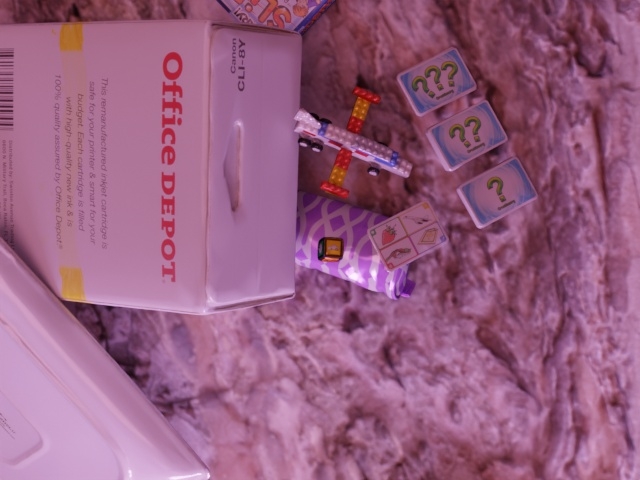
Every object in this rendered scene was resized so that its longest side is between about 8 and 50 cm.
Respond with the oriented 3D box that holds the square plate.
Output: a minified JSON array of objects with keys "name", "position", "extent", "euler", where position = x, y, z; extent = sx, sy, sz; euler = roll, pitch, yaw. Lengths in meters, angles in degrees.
[{"name":"square plate","position":[-0.327,0.184,1.548],"extent":[0.347,0.049,0.344],"euler":[49,135,-6]}]

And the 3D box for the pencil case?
[{"name":"pencil case","position":[0.000,0.000,1.526],"extent":[0.206,0.086,0.088],"euler":[17,135,16]}]

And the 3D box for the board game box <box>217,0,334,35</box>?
[{"name":"board game box","position":[-0.069,-0.310,1.535],"extent":[0.201,0.035,0.136],"euler":[46,106,7]}]

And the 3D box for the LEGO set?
[{"name":"LEGO set","position":[0.084,-0.075,1.440],"extent":[0.244,0.060,0.182],"euler":[-27,87,-19]}]

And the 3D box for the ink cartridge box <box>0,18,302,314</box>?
[{"name":"ink cartridge box","position":[-0.216,-0.081,1.487],"extent":[0.385,0.160,0.279],"euler":[5,97,33]}]
